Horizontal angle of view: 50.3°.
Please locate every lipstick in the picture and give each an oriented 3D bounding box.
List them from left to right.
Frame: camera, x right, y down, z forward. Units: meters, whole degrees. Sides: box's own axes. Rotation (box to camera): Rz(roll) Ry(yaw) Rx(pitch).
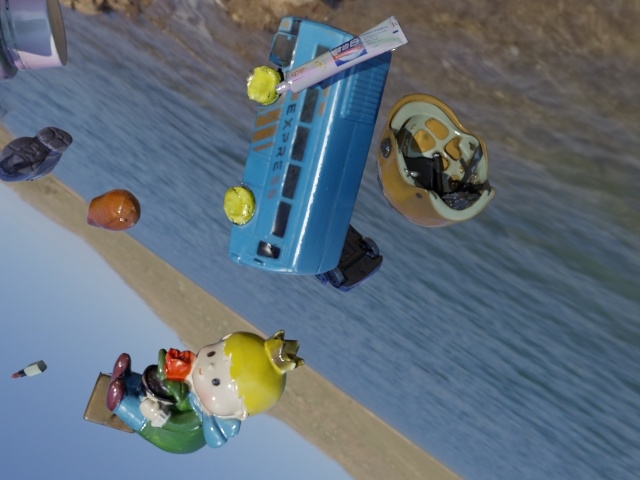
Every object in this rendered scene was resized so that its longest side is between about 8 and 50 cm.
[{"bbox_3d":[-0.720,0.321,1.672,0.025,0.107,0.025,64,-157,-16],"label":"lipstick"}]

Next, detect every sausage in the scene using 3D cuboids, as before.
[{"bbox_3d":[-0.436,-0.060,1.435,0.179,0.089,0.089,-4,143,48],"label":"sausage"}]

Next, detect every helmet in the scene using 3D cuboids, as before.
[{"bbox_3d":[0.169,-0.115,1.117,0.130,0.198,0.224,-46,55,48],"label":"helmet"}]

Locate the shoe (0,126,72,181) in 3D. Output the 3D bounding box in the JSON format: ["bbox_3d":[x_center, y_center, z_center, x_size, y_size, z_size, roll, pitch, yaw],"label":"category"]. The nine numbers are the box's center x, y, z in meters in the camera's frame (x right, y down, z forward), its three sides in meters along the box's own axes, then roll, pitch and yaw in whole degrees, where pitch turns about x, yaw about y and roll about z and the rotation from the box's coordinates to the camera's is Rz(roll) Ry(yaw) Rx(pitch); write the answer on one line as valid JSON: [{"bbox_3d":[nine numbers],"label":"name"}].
[{"bbox_3d":[-0.754,-0.200,1.769,0.095,0.138,0.245,38,-145,-3],"label":"shoe"}]

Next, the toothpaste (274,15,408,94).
[{"bbox_3d":[0.022,-0.221,0.832,0.028,0.169,0.045,52,-166,-65],"label":"toothpaste"}]

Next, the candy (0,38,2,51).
[{"bbox_3d":[-0.673,-0.260,0.987,0.186,0.427,0.386,19,155,12],"label":"candy"}]

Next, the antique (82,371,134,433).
[{"bbox_3d":[-0.386,0.307,1.315,0.093,0.087,0.310,20,165,-10],"label":"antique"}]

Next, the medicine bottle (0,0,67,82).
[{"bbox_3d":[-0.757,-0.485,1.560,0.241,0.301,0.241,172,90,-81],"label":"medicine bottle"}]

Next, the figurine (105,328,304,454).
[{"bbox_3d":[-0.152,0.177,0.894,0.185,0.234,0.127,44,-151,-19],"label":"figurine"}]

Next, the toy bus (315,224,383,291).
[{"bbox_3d":[0.000,0.000,1.511,0.292,0.125,0.133,45,156,21],"label":"toy bus"}]

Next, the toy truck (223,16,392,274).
[{"bbox_3d":[-0.025,-0.130,1.037,0.162,0.385,0.161,22,-167,32],"label":"toy truck"}]
